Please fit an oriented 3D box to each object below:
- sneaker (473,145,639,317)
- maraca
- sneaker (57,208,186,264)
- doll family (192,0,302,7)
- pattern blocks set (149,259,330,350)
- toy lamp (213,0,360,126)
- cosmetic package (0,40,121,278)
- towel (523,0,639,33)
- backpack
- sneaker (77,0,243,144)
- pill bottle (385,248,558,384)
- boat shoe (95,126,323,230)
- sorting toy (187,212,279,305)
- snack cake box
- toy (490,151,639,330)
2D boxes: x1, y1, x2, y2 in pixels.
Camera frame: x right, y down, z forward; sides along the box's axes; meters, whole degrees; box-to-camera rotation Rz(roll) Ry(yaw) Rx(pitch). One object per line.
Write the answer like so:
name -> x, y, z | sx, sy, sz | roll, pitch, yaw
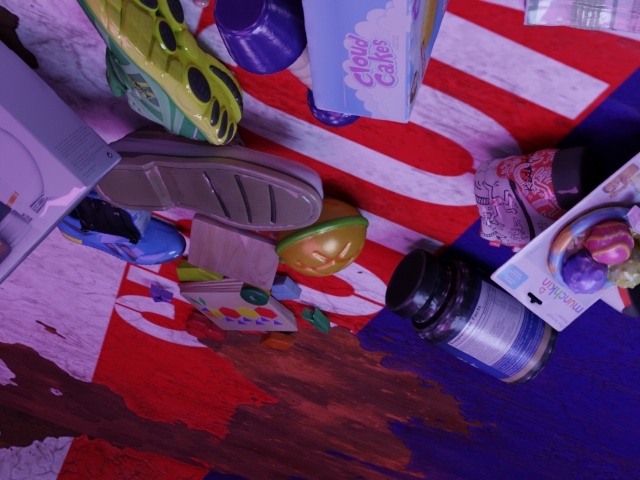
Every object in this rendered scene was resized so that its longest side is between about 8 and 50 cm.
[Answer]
sneaker -> 0.275, -0.006, 1.118 | 0.145, 0.090, 0.270 | -3, 143, 37
maraca -> 0.000, 0.000, 1.284 | 0.127, 0.099, 0.186 | -13, 169, -8
sneaker -> -0.305, -0.021, 1.463 | 0.209, 0.069, 0.082 | 16, 149, 5
doll family -> -0.093, -0.259, 0.874 | 0.193, 0.076, 0.111 | 11, 174, -8
pattern blocks set -> -0.142, 0.110, 1.651 | 0.325, 0.026, 0.285 | 3, 149, 28
toy lamp -> -0.021, -0.169, 0.896 | 0.080, 0.080, 0.274 | 7, 177, 20
cosmetic package -> -0.468, -0.079, 1.197 | 0.284, 0.097, 0.377 | 46, 123, -8
towel -> 0.247, -0.215, 0.817 | 0.152, 0.023, 0.113 | 10, 152, 16
backpack -> -0.293, -0.060, 1.365 | 0.105, 0.084, 0.114 | 13, 157, 8
sneaker -> -0.190, -0.194, 1.026 | 0.123, 0.109, 0.295 | 0, 148, 25
pill bottle -> 0.202, 0.099, 1.318 | 0.219, 0.123, 0.123 | 28, 151, -18
boat shoe -> -0.131, -0.091, 1.191 | 0.302, 0.103, 0.113 | 10, 139, 18
sorting toy -> -0.119, 0.000, 1.407 | 0.132, 0.046, 0.274 | 18, 149, 0
snack cake box -> 0.048, -0.233, 0.763 | 0.089, 0.152, 0.264 | 12, 153, 11
toy -> 0.311, 0.005, 1.006 | 0.237, 0.056, 0.137 | -44, 124, 15
